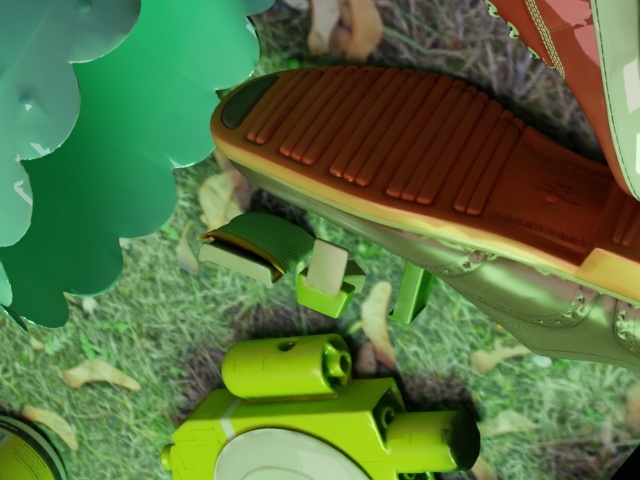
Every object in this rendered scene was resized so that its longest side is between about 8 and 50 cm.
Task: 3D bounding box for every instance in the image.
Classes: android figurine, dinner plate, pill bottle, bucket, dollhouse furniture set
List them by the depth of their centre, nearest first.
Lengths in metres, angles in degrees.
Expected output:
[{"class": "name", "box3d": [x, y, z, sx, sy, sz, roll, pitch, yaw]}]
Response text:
[{"class": "bucket", "box3d": [-0.173, -0.107, 1.169, 0.183, 0.281, 0.281, 32, 133, 11]}, {"class": "dollhouse furniture set", "box3d": [0.000, 0.000, 1.268, 0.151, 0.076, 0.059, 22, 118, 17]}, {"class": "dinner plate", "box3d": [-0.015, 0.192, 1.374, 0.141, 0.017, 0.141, 17, 128, 22]}, {"class": "android figurine", "box3d": [0.002, 0.179, 1.400, 0.272, 0.056, 0.248, -8, 117, 36]}, {"class": "pill bottle", "box3d": [-0.287, 0.226, 1.533, 0.103, 0.184, 0.103, 18, 129, 23]}]

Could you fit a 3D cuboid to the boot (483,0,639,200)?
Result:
[{"class": "boot", "box3d": [0.111, -0.131, 1.090, 0.176, 0.088, 0.244, -7, 109, 37]}]

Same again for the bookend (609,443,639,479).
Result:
[{"class": "bookend", "box3d": [0.273, 0.200, 1.200, 0.157, 0.072, 0.156, 50, 162, -19]}]

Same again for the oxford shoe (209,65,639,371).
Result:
[{"class": "oxford shoe", "box3d": [0.097, 0.001, 1.166, 0.363, 0.130, 0.133, 21, 137, 19]}]
